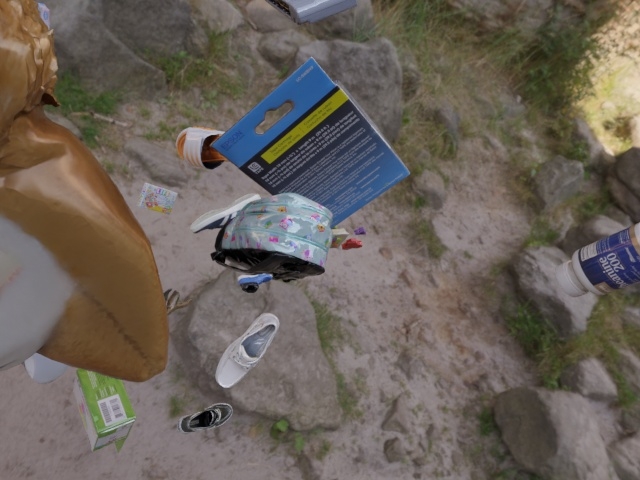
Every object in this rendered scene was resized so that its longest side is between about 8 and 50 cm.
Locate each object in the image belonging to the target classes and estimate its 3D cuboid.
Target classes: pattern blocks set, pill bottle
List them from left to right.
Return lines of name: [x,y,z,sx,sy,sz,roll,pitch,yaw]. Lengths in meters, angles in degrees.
pattern blocks set: [0.000,0.000,1.504,0.326,0.285,0.026,-8,69,-3]
pill bottle: [0.375,0.031,0.554,0.067,0.120,0.066,17,56,-26]

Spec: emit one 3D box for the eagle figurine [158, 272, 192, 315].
eagle figurine: [-0.613,0.208,1.373,0.299,0.226,0.224,10,71,16]

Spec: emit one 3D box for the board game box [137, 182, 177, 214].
board game box: [-0.698,-0.178,1.836,0.026,0.103,0.154,21,2,32]

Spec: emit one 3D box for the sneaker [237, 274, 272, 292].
sneaker: [-0.264,0.182,1.793,0.152,0.058,0.084,-1,39,-31]

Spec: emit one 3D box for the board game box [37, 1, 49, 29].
board game box: [-0.796,-0.624,1.227,0.020,0.090,0.090,-7,37,-41]

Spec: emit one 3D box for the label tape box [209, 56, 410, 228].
label tape box: [-0.013,-0.184,0.851,0.334,0.241,0.105,39,25,-40]

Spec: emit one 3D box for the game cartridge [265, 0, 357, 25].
game cartridge: [-0.033,-0.683,1.172,0.297,0.198,0.062,54,-10,40]

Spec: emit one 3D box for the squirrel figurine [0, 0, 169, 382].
squirrel figurine: [-0.350,-0.070,0.397,0.281,0.396,0.371,-13,28,-37]

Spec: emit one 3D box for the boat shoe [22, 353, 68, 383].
boat shoe: [-0.651,0.220,0.966,0.102,0.301,0.108,31,52,15]

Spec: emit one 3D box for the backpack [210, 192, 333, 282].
backpack: [-0.063,-0.001,0.638,0.152,0.182,0.115,14,78,-32]

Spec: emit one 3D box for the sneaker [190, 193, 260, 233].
sneaker: [-0.409,-0.084,1.943,0.350,0.131,0.148,-27,112,-21]

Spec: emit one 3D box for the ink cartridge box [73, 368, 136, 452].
ink cartridge box: [-0.611,0.481,1.187,0.097,0.255,0.188,-10,54,-43]

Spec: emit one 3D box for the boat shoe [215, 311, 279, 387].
boat shoe: [-0.230,0.346,1.322,0.098,0.277,0.096,36,-1,-11]

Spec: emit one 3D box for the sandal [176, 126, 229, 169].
sandal: [-0.273,-0.228,1.080,0.076,0.266,0.101,-57,144,-47]

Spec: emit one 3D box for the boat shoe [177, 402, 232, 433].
boat shoe: [-0.381,0.614,1.476,0.219,0.070,0.077,2,68,-54]
